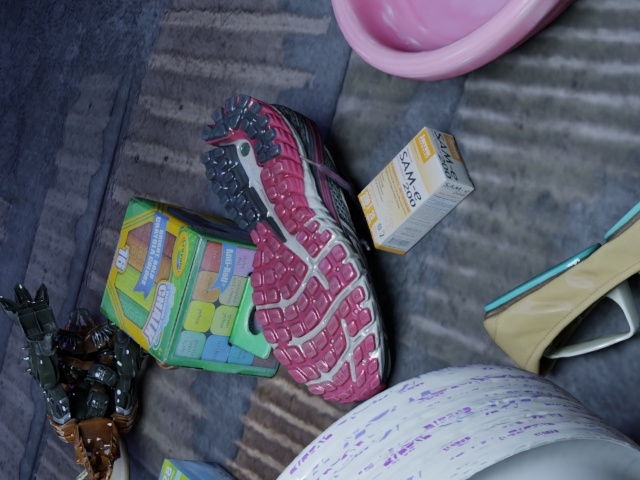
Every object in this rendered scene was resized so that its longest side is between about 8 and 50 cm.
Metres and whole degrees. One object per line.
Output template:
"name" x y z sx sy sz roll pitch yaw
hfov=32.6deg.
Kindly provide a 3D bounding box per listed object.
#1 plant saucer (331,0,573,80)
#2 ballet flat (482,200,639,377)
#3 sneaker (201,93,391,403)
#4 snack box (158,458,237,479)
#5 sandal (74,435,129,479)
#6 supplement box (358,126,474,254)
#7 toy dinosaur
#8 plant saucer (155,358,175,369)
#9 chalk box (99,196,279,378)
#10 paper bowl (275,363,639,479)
"plant saucer" 0.136 -0.288 0.912 0.332 0.084 0.332 -21 63 49
"ballet flat" 0.209 0.021 0.737 0.232 0.080 0.073 -42 75 42
"sneaker" 0.000 0.000 0.987 0.121 0.112 0.299 -33 68 35
"snack box" -0.114 0.340 1.054 0.174 0.070 0.207 24 97 54
"sandal" -0.286 0.340 1.280 0.088 0.079 0.240 -7 73 53
"supplement box" 0.080 -0.042 0.945 0.098 0.036 0.062 -46 46 35
"toy dinosaur" -0.254 0.159 1.248 0.322 0.164 0.218 33 132 46
"plant saucer" -0.166 0.106 1.252 0.083 0.013 0.083 -24 60 48
"chalk box" -0.109 0.052 1.089 0.213 0.132 0.132 24 99 54
"paper bowl" 0.092 0.226 0.627 0.148 0.284 0.284 40 111 51
